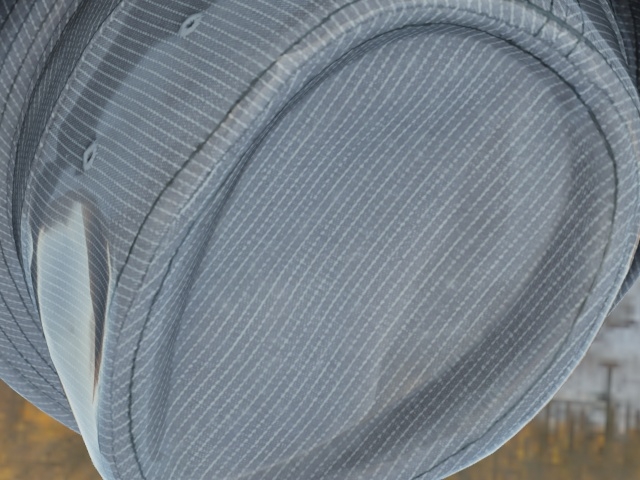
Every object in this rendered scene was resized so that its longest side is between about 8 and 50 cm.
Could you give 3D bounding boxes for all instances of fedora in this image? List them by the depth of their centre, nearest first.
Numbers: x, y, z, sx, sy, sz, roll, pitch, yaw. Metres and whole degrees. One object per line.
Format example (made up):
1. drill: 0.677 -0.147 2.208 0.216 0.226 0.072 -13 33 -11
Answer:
1. fedora: 0.000 0.000 0.486 0.244 0.275 0.124 39 -162 -22
